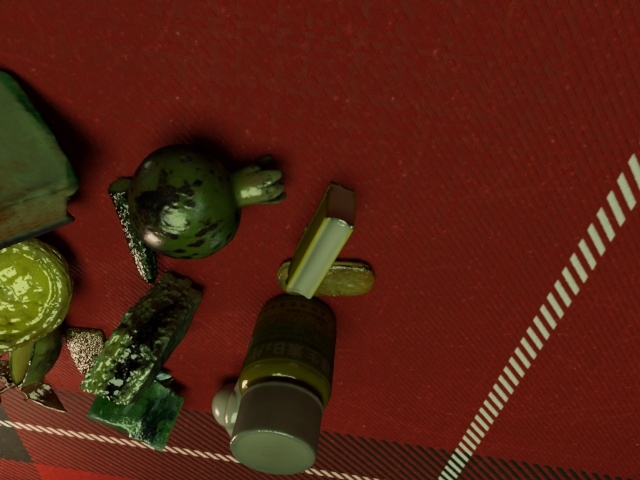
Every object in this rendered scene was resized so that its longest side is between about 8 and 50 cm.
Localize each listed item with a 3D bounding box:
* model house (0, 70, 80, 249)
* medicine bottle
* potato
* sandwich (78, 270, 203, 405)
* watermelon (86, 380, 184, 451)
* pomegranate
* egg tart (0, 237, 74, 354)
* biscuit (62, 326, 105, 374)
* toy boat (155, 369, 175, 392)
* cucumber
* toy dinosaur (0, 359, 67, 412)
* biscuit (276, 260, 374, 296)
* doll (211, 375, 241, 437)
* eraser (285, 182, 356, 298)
[{"bbox_3d":[-0.688,-0.141,0.904,0.312,0.245,0.280,55,146,0],"label":"model house"},{"bbox_3d":[-0.082,0.334,1.058,0.225,0.384,0.224,3,127,5],"label":"medicine bottle"},{"bbox_3d":[-0.830,0.316,1.287,0.111,0.160,0.271,4,123,-51],"label":"potato"},{"bbox_3d":[-0.442,0.266,1.087,0.131,0.325,0.262,32,125,-3],"label":"sandwich"},{"bbox_3d":[-0.615,0.574,1.416,0.264,0.151,0.302,31,131,-15],"label":"watermelon"},{"bbox_3d":[-0.233,-0.078,0.902,0.306,0.242,0.242,-4,132,-28],"label":"pomegranate"},{"bbox_3d":[-0.809,0.120,1.083,0.346,0.132,0.344,-14,117,-28],"label":"egg tart"},{"bbox_3d":[-0.728,0.362,1.375,0.131,0.025,0.230,4,126,4],"label":"biscuit"},{"bbox_3d":[-0.536,0.462,1.430,0.106,0.034,0.149,8,139,-3],"label":"toy boat"},{"bbox_3d":[-0.438,-0.010,1.048,0.068,0.067,0.293,3,127,5],"label":"cucumber"},{"bbox_3d":[-0.972,0.463,1.390,0.207,0.113,0.327,-17,133,-29],"label":"toy dinosaur"},{"bbox_3d":[0.012,0.096,1.095,0.248,0.029,0.118,1,133,6],"label":"biscuit"},{"bbox_3d":[-0.236,0.498,1.341,0.221,0.221,0.250,13,104,-3],"label":"doll"},{"bbox_3d":[0.000,0.000,0.946,0.069,0.158,0.226,22,125,-12],"label":"eraser"}]
